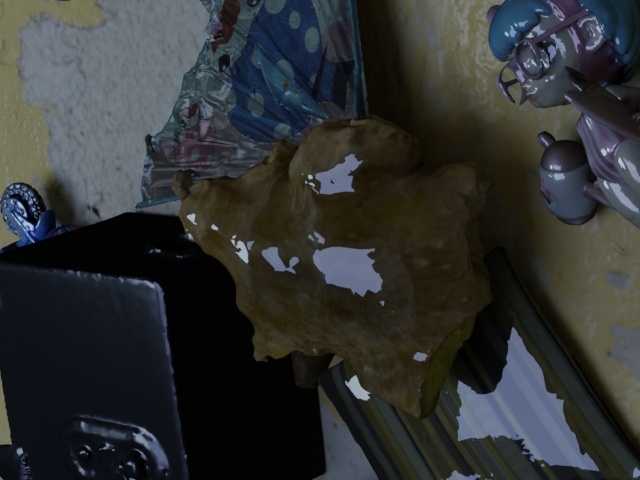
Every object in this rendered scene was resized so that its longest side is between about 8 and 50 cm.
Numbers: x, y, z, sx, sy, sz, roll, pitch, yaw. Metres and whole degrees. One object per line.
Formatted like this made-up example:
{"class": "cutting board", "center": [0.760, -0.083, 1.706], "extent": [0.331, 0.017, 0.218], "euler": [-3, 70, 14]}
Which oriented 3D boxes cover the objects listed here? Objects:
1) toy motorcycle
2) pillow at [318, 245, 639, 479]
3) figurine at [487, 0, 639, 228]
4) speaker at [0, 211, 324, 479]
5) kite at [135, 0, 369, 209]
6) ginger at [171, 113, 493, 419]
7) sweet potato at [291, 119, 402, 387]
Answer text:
{"class": "toy motorcycle", "center": [-0.265, 0.047, 1.769], "extent": [0.114, 0.076, 0.205], "euler": [21, 119, 31]}
{"class": "pillow", "center": [0.121, 0.141, 1.415], "extent": [0.212, 0.052, 0.208], "euler": [-39, 77, 33]}
{"class": "figurine", "center": [0.205, -0.071, 1.257], "extent": [0.260, 0.103, 0.205], "euler": [57, 171, 11]}
{"class": "speaker", "center": [-0.152, 0.105, 1.594], "extent": [0.254, 0.184, 0.232], "euler": [7, 109, 41]}
{"class": "kite", "center": [-0.063, -0.169, 1.478], "extent": [0.368, 0.014, 0.406], "euler": [48, 123, 36]}
{"class": "ginger", "center": [0.000, 0.000, 1.357], "extent": [0.270, 0.123, 0.218], "euler": [24, 114, 12]}
{"class": "sweet potato", "center": [0.024, 0.010, 1.466], "extent": [0.077, 0.077, 0.243], "euler": [34, 126, 32]}
